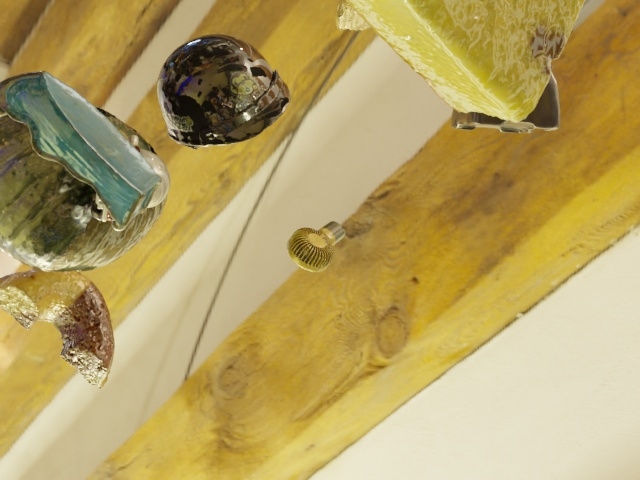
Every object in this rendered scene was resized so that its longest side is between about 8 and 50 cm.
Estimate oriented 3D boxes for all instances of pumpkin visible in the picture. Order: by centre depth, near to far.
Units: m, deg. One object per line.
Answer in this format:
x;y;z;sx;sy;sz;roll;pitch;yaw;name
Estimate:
-0.426;-0.097;1.295;0.257;0.327;0.291;-39;-89;18;pumpkin

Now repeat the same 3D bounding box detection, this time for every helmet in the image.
-0.197;-0.295;1.396;0.230;0.160;0.278;-42;-142;-23;helmet

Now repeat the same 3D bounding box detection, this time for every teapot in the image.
0.192;-0.163;0.776;0.177;0.087;0.096;-99;-167;-83;teapot

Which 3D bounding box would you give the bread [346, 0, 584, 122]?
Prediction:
0.047;-0.198;0.400;0.077;0.361;0.138;27;-90;39;bread

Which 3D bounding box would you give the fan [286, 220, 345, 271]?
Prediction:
0.000;0.000;1.327;0.082;0.155;0.039;39;-58;8;fan

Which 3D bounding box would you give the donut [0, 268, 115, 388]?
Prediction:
-0.483;0.139;1.467;0.112;0.295;0.151;-24;-156;52;donut

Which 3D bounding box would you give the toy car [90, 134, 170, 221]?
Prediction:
-0.281;-0.088;1.117;0.139;0.112;0.112;-102;-154;-45;toy car

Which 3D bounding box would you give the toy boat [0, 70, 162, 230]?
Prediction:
-0.245;-0.089;0.737;0.077;0.185;0.075;-37;-165;23;toy boat

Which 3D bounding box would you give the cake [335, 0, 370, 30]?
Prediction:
0.063;-0.455;1.355;0.079;0.185;0.116;-2;-86;3;cake
